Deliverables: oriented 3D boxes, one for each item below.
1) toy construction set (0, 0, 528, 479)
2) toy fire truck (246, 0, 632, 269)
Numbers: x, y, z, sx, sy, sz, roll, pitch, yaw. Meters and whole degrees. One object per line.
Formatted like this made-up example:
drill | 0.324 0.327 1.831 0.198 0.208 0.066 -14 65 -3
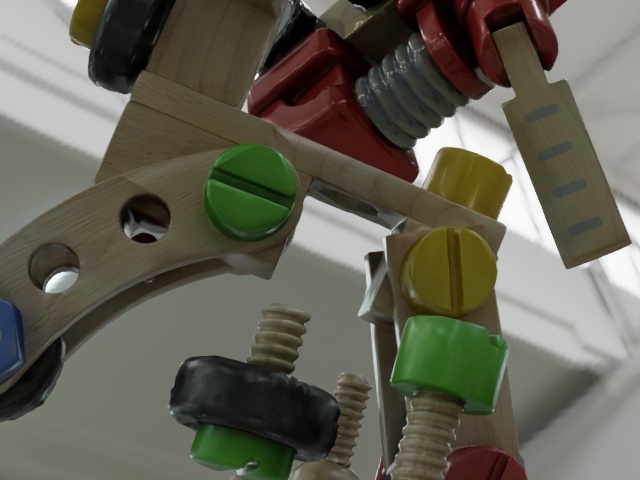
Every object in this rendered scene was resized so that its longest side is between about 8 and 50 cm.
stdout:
toy construction set | 0.000 0.000 0.706 0.257 0.237 0.309 10 -15 22
toy fire truck | 0.078 -0.083 1.024 0.217 0.246 0.158 -38 -57 19
